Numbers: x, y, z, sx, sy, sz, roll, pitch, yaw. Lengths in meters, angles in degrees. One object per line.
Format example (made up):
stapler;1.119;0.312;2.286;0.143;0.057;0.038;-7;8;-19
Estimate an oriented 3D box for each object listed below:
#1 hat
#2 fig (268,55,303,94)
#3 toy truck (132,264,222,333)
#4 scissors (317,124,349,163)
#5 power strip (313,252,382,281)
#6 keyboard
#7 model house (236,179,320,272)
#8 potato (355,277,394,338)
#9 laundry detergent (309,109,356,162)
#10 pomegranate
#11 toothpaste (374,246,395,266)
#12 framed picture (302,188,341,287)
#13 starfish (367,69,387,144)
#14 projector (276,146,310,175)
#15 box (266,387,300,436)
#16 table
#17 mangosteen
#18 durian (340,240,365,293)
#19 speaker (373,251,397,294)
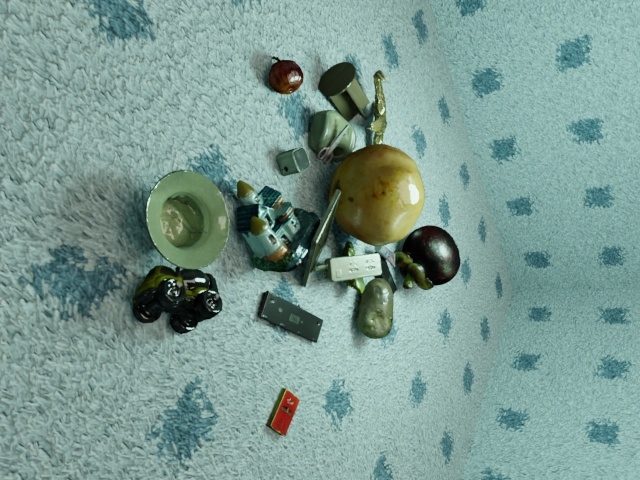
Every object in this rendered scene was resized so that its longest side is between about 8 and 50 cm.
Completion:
hat;-0.377;-0.050;1.154;0.257;0.130;0.258;8;80;-51
fig;-0.121;-0.595;1.562;0.128;0.128;0.151;35;54;-44
toy truck;-0.372;0.135;1.148;0.224;0.147;0.166;28;40;-43
scissors;0.055;-0.380;1.706;0.176;0.022;0.085;-52;147;7
power strip;0.106;0.106;1.688;0.287;0.053;0.093;-6;89;-28
keyboard;-0.099;0.272;1.547;0.317;0.027;0.106;37;61;-43
model house;-0.166;-0.075;1.397;0.291;0.184;0.253;53;51;-27
potato;0.244;0.293;1.880;0.165;0.164;0.263;33;64;-45
laundry detergent;0.066;-0.419;1.789;0.253;0.090;0.182;14;87;-50
pomegranate;0.238;-0.175;1.735;0.411;0.410;0.413;9;78;-51
toothpaste;0.305;0.063;2.007;0.194;0.042;0.067;32;55;-52
framed picture;0.000;0.000;1.546;0.324;0.020;0.241;105;8;-58
starfish;0.262;-0.524;1.980;0.324;0.082;0.433;72;24;-71
projector;-0.098;-0.286;1.575;0.083;0.082;0.083;-39;115;-47
box;-0.125;0.581;1.477;0.090;0.023;0.133;54;47;-35
table;0.118;-0.611;1.850;0.226;0.166;0.167;40;55;-52
mangosteen;0.536;0.083;2.176;0.329;0.329;0.331;9;78;-51
durian;0.120;0.109;1.795;0.137;0.095;0.221;-62;141;-85
speaker;0.294;0.161;2.041;0.082;0.044;0.218;-43;118;-45
